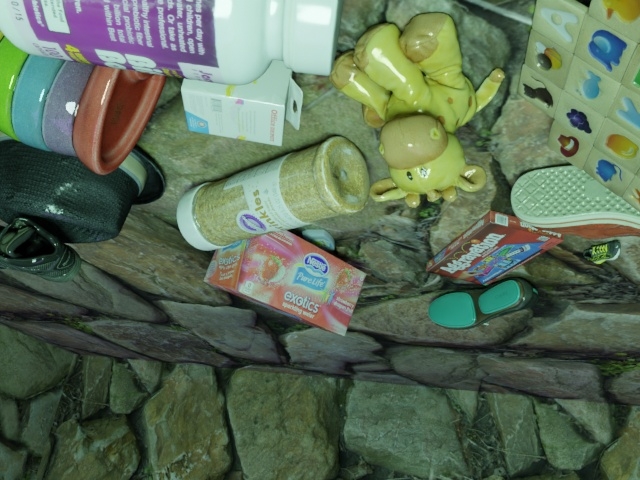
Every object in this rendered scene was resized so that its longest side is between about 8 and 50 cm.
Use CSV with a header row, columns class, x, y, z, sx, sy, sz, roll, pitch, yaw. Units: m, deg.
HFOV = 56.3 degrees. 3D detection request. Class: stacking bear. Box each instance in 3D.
class,x,y,z,sx,sy,sz,roll,pitch,yaw
stacking bear,-0.361,-0.209,0.715,0.289,0.164,0.175,24,-171,-2

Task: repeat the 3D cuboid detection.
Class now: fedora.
class,x,y,z,sx,sy,sz,roll,pitch,yaw
fedora,-0.452,-0.085,1.046,0.334,0.153,0.334,8,157,3

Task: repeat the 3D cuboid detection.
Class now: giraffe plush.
class,x,y,z,sx,sy,sz,roll,pitch,yaw
giraffe plush,0.114,-0.132,0.709,0.210,0.171,0.181,23,153,-30

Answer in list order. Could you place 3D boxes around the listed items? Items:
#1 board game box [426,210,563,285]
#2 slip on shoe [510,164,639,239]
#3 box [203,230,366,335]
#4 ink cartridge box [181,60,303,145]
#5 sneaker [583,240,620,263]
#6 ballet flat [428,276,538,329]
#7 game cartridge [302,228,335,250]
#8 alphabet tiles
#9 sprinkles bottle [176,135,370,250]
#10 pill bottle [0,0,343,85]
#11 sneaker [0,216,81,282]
class,x,y,z,sx,sy,sz,roll,pitch,yaw
board game box,0.330,0.023,1.174,0.145,0.027,0.281,14,156,-9
slip on shoe,0.446,-0.054,0.847,0.331,0.123,0.101,0,163,33
box,-0.066,0.075,1.245,0.300,0.154,0.142,30,166,-38
ink cartridge box,-0.092,-0.188,0.757,0.143,0.090,0.092,9,157,-3
sneaker,0.515,0.022,1.096,0.035,0.031,0.083,12,157,-6
ballet flat,0.380,0.154,1.383,0.096,0.095,0.280,10,160,-35
game cartridge,0.000,0.000,1.254,0.056,0.017,0.083,-3,155,18
alphabet tiles,0.344,-0.111,0.599,0.342,0.011,0.285,45,170,25
sprinkles bottle,-0.089,-0.069,0.994,0.355,0.121,0.121,-13,149,40
pill bottle,-0.130,-0.237,0.557,0.301,0.169,0.169,9,157,2
sneaker,-0.526,0.003,0.990,0.227,0.087,0.130,13,155,4
